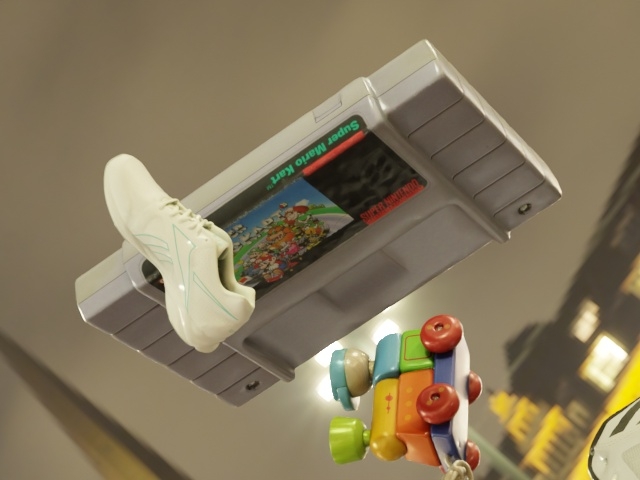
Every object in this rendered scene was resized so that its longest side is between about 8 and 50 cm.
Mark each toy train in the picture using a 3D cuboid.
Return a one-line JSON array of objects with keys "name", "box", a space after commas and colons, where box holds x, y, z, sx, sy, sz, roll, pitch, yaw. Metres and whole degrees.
[{"name": "toy train", "box": [0.072, 0.190, 1.508, 0.248, 0.143, 0.105, -83, -22, -44]}]

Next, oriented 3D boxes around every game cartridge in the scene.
[{"name": "game cartridge", "box": [0.000, 0.000, 1.303, 0.355, 0.068, 0.230, -34, -35, 16]}]

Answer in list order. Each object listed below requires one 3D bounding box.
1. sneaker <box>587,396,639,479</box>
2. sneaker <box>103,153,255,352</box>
[{"name": "sneaker", "box": [0.295, 0.273, 1.232, 0.447, 0.169, 0.257, -63, 15, -19]}, {"name": "sneaker", "box": [-0.095, 0.000, 1.107, 0.061, 0.152, 0.053, -35, -5, 29]}]
